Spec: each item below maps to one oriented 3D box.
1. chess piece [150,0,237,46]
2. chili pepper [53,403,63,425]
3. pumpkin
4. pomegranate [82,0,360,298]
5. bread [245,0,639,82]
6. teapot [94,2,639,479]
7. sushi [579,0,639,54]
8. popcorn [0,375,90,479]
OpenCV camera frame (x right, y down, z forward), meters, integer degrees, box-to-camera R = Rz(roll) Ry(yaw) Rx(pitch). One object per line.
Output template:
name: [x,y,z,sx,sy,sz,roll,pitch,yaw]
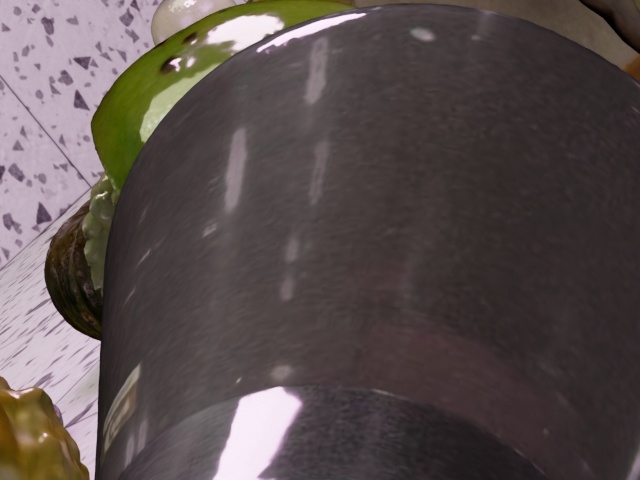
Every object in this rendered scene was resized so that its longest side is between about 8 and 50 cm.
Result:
chess piece: [-0.094,-0.191,2.247,0.144,0.251,0.144,-37,9,7]
chili pepper: [-0.267,0.179,1.820,0.050,0.041,0.153,-20,-11,-12]
pumpkin: [-0.174,0.005,1.937,0.224,0.157,0.223,-27,16,8]
pomegranate: [0.000,0.000,1.111,0.260,0.260,0.340,-39,39,-4]
bread: [0.116,-0.159,1.430,0.279,0.225,0.250,-29,14,-10]
teapot: [0.010,0.103,0.655,0.344,0.253,0.300,-67,-4,-61]
sushi: [0.299,-0.279,1.150,0.294,0.281,0.299,-37,1,-30]
popcorn: [-0.224,0.180,1.104,0.195,0.255,0.256,-11,-33,1]
